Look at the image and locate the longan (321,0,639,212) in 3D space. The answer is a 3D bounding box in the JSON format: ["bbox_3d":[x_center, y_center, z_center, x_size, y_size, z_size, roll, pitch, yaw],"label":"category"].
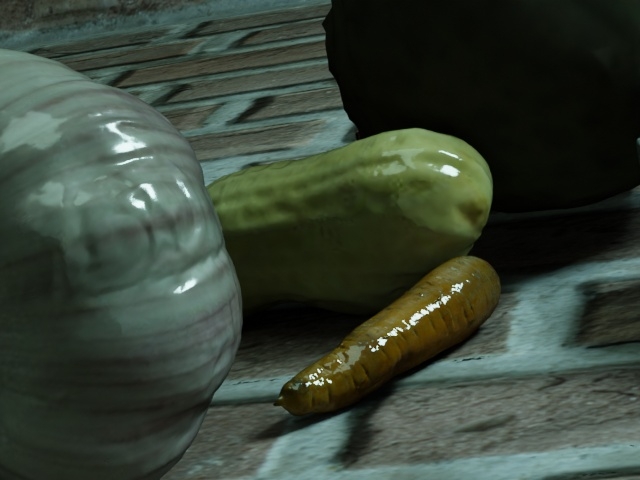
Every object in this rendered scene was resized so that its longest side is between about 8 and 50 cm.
[{"bbox_3d":[0.183,-0.214,1.701,0.391,0.391,0.391,-10,15,3],"label":"longan"}]

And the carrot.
[{"bbox_3d":[0.055,0.074,1.456,0.059,0.059,0.248,3,24,42],"label":"carrot"}]

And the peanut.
[{"bbox_3d":[0.000,0.000,1.613,0.319,0.147,0.147,-16,11,29],"label":"peanut"}]

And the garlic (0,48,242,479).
[{"bbox_3d":[-0.184,0.033,1.343,0.259,0.317,0.317,-26,21,-37],"label":"garlic"}]

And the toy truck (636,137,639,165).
[{"bbox_3d":[0.442,-0.060,1.428,0.405,0.180,0.254,-10,13,7],"label":"toy truck"}]

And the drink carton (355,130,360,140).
[{"bbox_3d":[0.111,-0.094,1.956,0.071,0.096,0.223,-4,15,24],"label":"drink carton"}]
